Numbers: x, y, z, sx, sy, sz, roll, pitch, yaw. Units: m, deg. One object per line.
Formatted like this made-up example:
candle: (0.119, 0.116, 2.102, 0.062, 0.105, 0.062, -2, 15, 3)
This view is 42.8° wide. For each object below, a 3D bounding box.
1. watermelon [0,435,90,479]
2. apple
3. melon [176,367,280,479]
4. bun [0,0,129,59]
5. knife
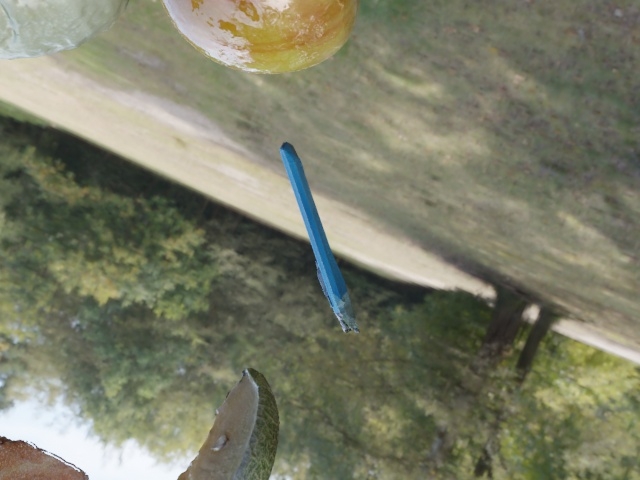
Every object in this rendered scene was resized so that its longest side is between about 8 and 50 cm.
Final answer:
watermelon: (-0.377, 0.344, 1.002, 0.128, 0.146, 0.231, -17, 135, 34)
apple: (-0.069, -0.334, 0.951, 0.233, 0.285, 0.286, -1, 174, 6)
melon: (-0.093, 0.232, 0.942, 0.098, 0.182, 0.054, 11, 146, 32)
bun: (-0.226, -0.237, 0.538, 0.244, 0.243, 0.153, 24, -179, 0)
knife: (-0.002, 0.000, 1.163, 0.026, 0.296, 0.044, -15, -173, 34)
